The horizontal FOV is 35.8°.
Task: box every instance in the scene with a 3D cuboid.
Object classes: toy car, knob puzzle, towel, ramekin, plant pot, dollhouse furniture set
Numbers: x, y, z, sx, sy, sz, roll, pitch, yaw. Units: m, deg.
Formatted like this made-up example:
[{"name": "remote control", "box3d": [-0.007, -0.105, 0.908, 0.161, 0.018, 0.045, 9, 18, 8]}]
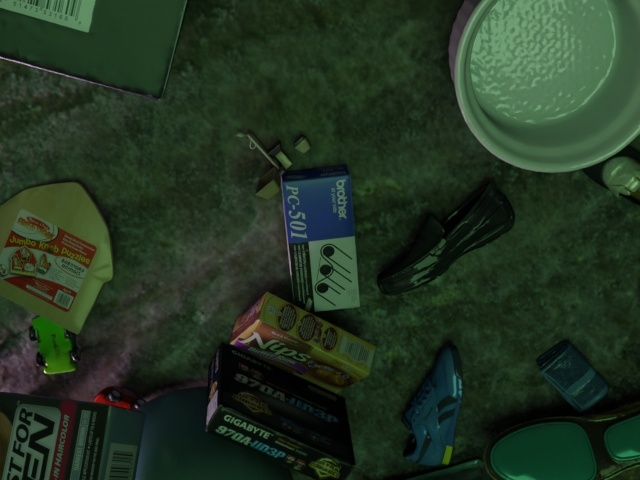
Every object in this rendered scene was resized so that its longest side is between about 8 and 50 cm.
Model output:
[{"name": "toy car", "box3d": [-0.374, 0.198, 1.461, 0.238, 0.053, 0.225, -7, 113, -2]}, {"name": "knob puzzle", "box3d": [-0.372, 0.006, 1.382, 0.213, 0.030, 0.213, 1, 98, 6]}, {"name": "towel", "box3d": [0.396, 0.214, 1.545, 0.067, 0.029, 0.119, -40, 110, 11]}, {"name": "ramekin", "box3d": [0.298, -0.239, 1.285, 0.277, 0.135, 0.277, -2, 113, -4]}, {"name": "plant pot", "box3d": [-0.162, 0.395, 1.428, 0.292, 0.235, 0.293, -8, 113, -19]}, {"name": "dollhouse furniture set", "box3d": [-0.071, -0.117, 1.319, 0.091, 0.114, 0.081, -38, 107, 14]}]

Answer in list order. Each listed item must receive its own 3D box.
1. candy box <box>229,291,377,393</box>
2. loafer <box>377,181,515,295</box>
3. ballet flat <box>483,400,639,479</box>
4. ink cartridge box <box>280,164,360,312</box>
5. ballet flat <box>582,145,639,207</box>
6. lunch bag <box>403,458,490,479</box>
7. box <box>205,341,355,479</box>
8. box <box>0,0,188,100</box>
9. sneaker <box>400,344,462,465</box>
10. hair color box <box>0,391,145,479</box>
[{"name": "candy box", "box3d": [-0.025, 0.151, 1.442, 0.186, 0.053, 0.109, 27, 147, -16]}, {"name": "loafer", "box3d": [0.170, -0.002, 1.412, 0.223, 0.076, 0.078, -34, 107, 4]}, {"name": "ballet flat", "box3d": [0.425, 0.326, 1.556, 0.348, 0.123, 0.123, -13, 114, -1]}, {"name": "ink cartridge box", "box3d": [0.000, 0.000, 1.411, 0.097, 0.046, 0.207, -7, 114, -3]}, {"name": "ballet flat", "box3d": [0.453, -0.080, 1.402, 0.203, 0.074, 0.074, 30, 108, -16]}, {"name": "lunch bag", "box3d": [0.166, 0.498, 1.580, 0.262, 0.160, 0.224, -14, 115, -5]}, {"name": "box", "box3d": [-0.060, 0.253, 1.444, 0.220, 0.175, 0.051, 27, 109, -15]}, {"name": "box", "box3d": [-0.292, -0.311, 1.116, 0.296, 0.294, 0.183, 14, 109, -11]}, {"name": "sneaker", "box3d": [0.170, 0.257, 1.524, 0.082, 0.069, 0.209, 5, 113, -3]}, {"name": "hair color box", "box3d": [-0.442, 0.302, 1.356, 0.374, 0.113, 0.186, 3, 76, 18]}]
